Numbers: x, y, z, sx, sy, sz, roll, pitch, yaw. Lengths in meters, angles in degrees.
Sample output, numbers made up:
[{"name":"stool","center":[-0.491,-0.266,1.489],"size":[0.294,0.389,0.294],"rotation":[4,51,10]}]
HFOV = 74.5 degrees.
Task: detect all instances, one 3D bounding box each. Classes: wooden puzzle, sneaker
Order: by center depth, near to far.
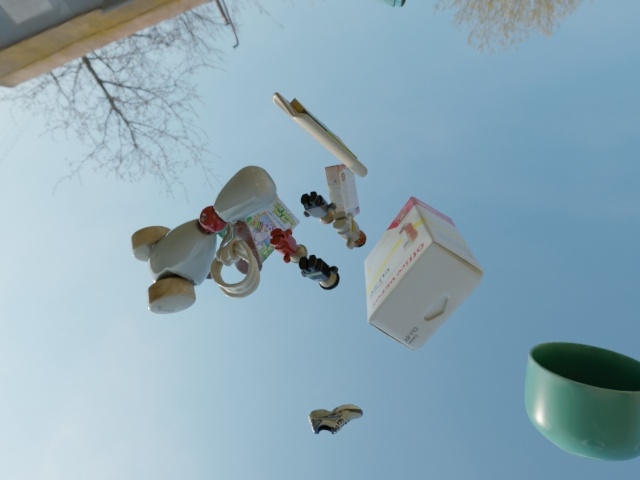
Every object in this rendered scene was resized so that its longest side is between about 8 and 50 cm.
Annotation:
[{"name":"wooden puzzle","center":[-0.001,-0.258,0.991],"size":[0.044,0.221,0.238],"rotation":[-49,-147,10]},{"name":"sneaker","center":[0.041,0.447,1.034],"size":[0.135,0.052,0.058],"rotation":[-11,-143,-1]}]

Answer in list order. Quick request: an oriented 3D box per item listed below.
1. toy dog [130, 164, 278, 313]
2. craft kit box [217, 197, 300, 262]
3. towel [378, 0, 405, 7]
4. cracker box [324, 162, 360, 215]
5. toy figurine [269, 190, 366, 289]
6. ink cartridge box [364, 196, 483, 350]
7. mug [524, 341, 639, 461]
[{"name":"toy dog","center":[-0.185,0.009,0.749],"size":[0.334,0.161,0.220],"rotation":[-13,-105,32]},{"name":"craft kit box","center":[-0.231,-0.060,1.513],"size":[0.246,0.250,0.061],"rotation":[-50,-140,-10]},{"name":"towel","center":[-0.038,-0.466,0.602],"size":[0.370,0.271,0.040],"rotation":[19,-90,5]},{"name":"cracker box","center":[0.096,-0.209,1.791],"size":[0.067,0.232,0.156],"rotation":[-4,-168,29]},{"name":"toy figurine","center":[0.000,0.000,1.108],"size":[0.213,0.148,0.209],"rotation":[34,-95,39]},{"name":"ink cartridge box","center":[0.264,0.072,1.186],"size":[0.279,0.160,0.384],"rotation":[-56,-171,20]},{"name":"mug","center":[0.316,0.190,0.477],"size":[0.129,0.097,0.158],"rotation":[-5,-169,-33]}]
